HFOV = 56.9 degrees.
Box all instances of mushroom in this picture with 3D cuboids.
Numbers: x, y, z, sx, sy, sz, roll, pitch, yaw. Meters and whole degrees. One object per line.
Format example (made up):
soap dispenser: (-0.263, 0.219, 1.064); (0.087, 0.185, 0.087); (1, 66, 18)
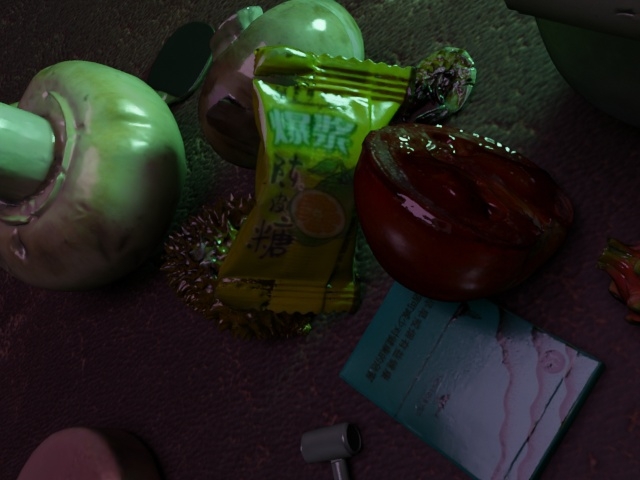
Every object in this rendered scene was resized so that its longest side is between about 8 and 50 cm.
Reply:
mushroom: (-0.389, -0.115, 0.902); (0.354, 0.353, 0.325); (-13, 40, 28)
mushroom: (-0.054, -0.200, 0.743); (0.255, 0.255, 0.184); (-34, 92, 18)

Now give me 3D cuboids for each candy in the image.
candy: (-0.328, 0.381, 0.798); (0.256, 0.094, 0.255); (-12, 67, 29)
candy: (-0.007, -0.055, 0.651); (0.081, 0.187, 0.297); (-140, 58, -65)

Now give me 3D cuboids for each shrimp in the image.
shrimp: (0.122, -0.179, 0.748); (0.161, 0.034, 0.091); (-32, 59, 18)

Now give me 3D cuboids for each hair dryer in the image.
hair dryer: (0.020, 0.270, 0.658); (0.063, 0.038, 0.124); (-22, 70, 27)

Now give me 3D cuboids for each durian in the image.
durian: (-0.120, 0.020, 0.778); (0.250, 0.138, 0.183); (27, 97, 42)

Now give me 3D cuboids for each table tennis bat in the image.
table tennis bat: (-0.264, -0.277, 1.040); (0.138, 0.022, 0.246); (25, 86, 36)

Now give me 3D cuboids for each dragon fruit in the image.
dragon fruit: (0.299, 0.040, 0.523); (0.116, 0.086, 0.081); (33, 87, 26)

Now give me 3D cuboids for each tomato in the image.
tomato: (0.126, -0.020, 0.599); (0.200, 0.233, 0.139); (46, 129, 29)

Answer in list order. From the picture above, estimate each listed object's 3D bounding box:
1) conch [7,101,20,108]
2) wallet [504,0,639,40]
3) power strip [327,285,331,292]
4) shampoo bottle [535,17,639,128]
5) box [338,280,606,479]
conch: (-0.511, -0.220, 1.111); (0.255, 0.127, 0.158); (-33, 58, 18)
wallet: (0.191, -0.230, 0.331); (0.310, 0.077, 0.223); (29, 96, 28)
power strip: (0.000, 0.000, 0.752); (0.019, 0.051, 0.136); (-11, 67, 26)
shampoo bottle: (0.330, -0.248, 0.464); (0.323, 0.317, 0.322); (-13, 65, 29)
box: (0.146, 0.137, 0.615); (0.226, 0.042, 0.160); (30, 90, 36)
